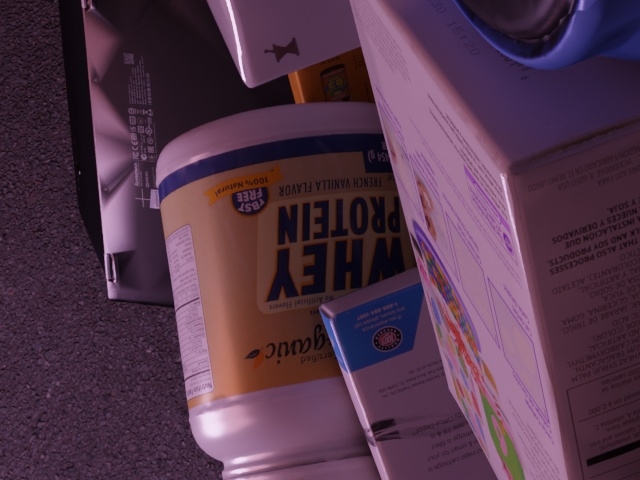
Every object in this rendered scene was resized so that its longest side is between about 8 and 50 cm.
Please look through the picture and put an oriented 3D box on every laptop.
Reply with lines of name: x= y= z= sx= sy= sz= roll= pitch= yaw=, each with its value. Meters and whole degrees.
laptop: x=-0.147 y=-0.147 z=1.647 sx=0.236 sy=0.407 sz=0.382 roll=-51 pitch=-37 yaw=-61

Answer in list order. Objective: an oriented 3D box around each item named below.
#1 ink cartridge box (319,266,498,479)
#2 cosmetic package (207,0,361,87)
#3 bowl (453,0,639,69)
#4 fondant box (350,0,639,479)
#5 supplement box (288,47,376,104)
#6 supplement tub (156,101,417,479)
ink cartridge box: x=0.097 y=0.116 z=1.123 sx=0.082 sy=0.139 sz=0.191 roll=-146 pitch=36 yaw=-80
cosmetic package: x=-0.052 y=-0.307 z=1.001 sx=0.217 sy=0.156 sz=0.385 roll=74 pitch=173 yaw=-46
bowl: x=0.051 y=-0.244 z=0.532 sx=0.391 sy=0.077 sz=0.391 roll=160 pitch=90 yaw=-85
fondant box: x=0.117 y=0.021 z=0.773 sx=0.238 sy=0.096 sz=0.330 roll=-116 pitch=9 yaw=-53
supplement box: x=0.002 y=-0.182 z=1.361 sx=0.233 sy=0.078 sz=0.080 roll=76 pitch=173 yaw=-46
supplement tub: x=-0.008 y=0.061 z=1.275 sx=0.228 sy=0.228 sz=0.316 roll=97 pitch=164 yaw=-80
